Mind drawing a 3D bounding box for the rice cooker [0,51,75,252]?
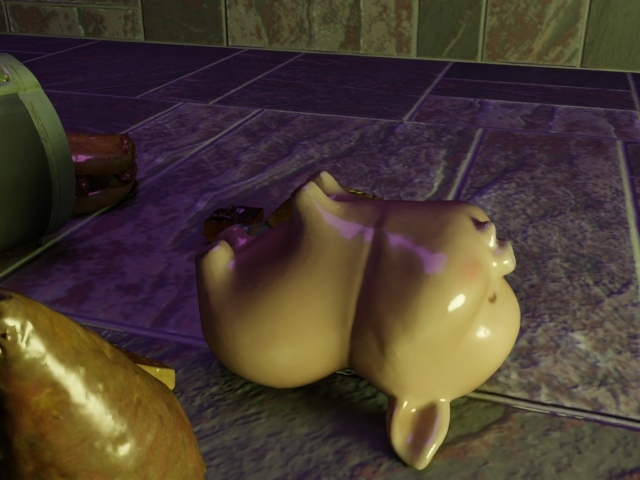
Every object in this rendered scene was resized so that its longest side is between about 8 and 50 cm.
[{"bbox_3d":[-0.504,-0.108,1.005,0.288,0.289,0.277,19,33,35],"label":"rice cooker"}]

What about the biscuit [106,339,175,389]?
[{"bbox_3d":[-0.256,0.115,0.697,0.212,0.041,0.239,19,-4,4],"label":"biscuit"}]

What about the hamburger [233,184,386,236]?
[{"bbox_3d":[-0.003,0.000,0.951,0.235,0.125,0.214,29,25,23],"label":"hamburger"}]

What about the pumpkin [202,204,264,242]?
[{"bbox_3d":[-0.133,-0.029,1.107,0.083,0.054,0.074,-2,20,8],"label":"pumpkin"}]

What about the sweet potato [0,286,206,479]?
[{"bbox_3d":[-0.132,0.135,0.425,0.131,0.337,0.131,-4,41,4],"label":"sweet potato"}]

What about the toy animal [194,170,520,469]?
[{"bbox_3d":[0.037,0.062,0.733,0.326,0.269,0.237,-26,15,24],"label":"toy animal"}]

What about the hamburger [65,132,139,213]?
[{"bbox_3d":[-0.416,-0.124,1.244,0.213,0.108,0.214,1,26,0],"label":"hamburger"}]
